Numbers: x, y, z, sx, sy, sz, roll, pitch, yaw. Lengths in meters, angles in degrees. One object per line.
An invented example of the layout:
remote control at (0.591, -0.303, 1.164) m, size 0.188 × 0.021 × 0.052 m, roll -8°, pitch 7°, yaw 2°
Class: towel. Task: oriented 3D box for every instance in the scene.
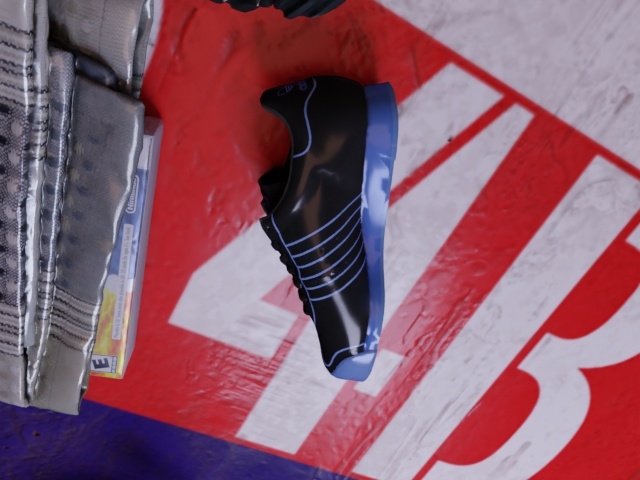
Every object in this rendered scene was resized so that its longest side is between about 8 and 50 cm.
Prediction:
towel at (-0.272, -0.038, 0.295) m, size 0.324 × 0.056 × 0.312 m, roll 14°, pitch 114°, yaw -12°

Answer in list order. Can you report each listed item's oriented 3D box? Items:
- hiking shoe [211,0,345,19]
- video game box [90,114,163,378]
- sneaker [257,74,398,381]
hiking shoe at (-0.110, -0.219, 0.265) m, size 0.304 × 0.113 × 0.132 m, roll 17°, pitch 83°, yaw -9°
video game box at (-0.220, -0.004, 0.375) m, size 0.187 × 0.048 × 0.205 m, roll 11°, pitch 115°, yaw -10°
sneaker at (0.000, 0.000, 0.391) m, size 0.090 × 0.081 × 0.232 m, roll 0°, pitch 110°, yaw -5°
